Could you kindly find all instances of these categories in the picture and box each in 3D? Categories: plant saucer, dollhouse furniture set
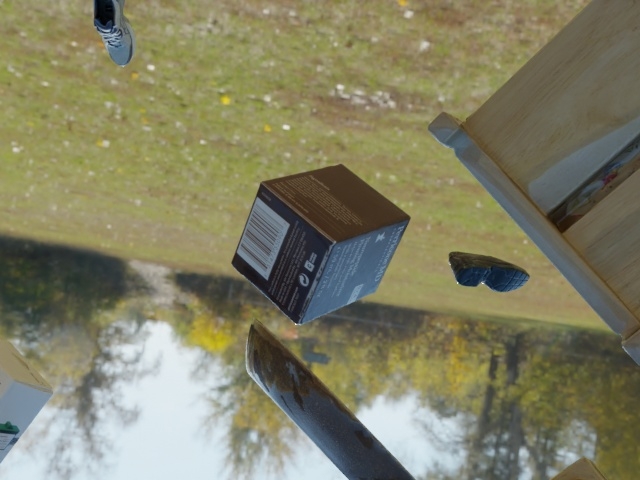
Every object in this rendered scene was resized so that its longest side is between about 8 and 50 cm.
[{"bbox_3d":[0.020,0.210,0.923,0.310,0.050,0.310,44,170,9],"label":"plant saucer"},{"bbox_3d":[0.170,-0.005,0.426,0.355,0.303,0.174,52,-162,15],"label":"dollhouse furniture set"}]

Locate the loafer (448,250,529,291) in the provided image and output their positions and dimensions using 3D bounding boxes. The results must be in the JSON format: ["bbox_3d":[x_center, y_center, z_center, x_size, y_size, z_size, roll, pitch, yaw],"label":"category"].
[{"bbox_3d":[0.302,0.049,1.536,0.170,0.062,0.061,13,-145,-33],"label":"loafer"}]

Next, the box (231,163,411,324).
[{"bbox_3d":[0.000,0.000,1.380,0.167,0.168,0.203,39,-145,26],"label":"box"}]

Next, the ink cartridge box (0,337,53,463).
[{"bbox_3d":[-0.537,0.265,1.307,0.160,0.219,0.092,33,175,33],"label":"ink cartridge box"}]

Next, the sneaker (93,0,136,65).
[{"bbox_3d":[-0.303,-0.308,1.234,0.052,0.135,0.058,1,-143,10],"label":"sneaker"}]
